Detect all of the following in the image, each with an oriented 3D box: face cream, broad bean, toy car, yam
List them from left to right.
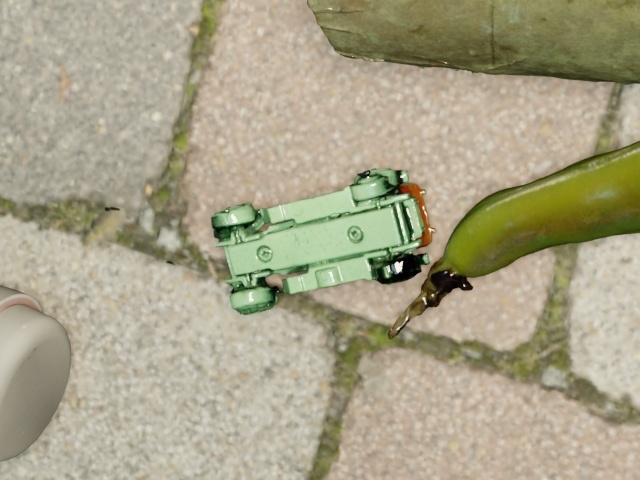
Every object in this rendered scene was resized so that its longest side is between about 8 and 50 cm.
[{"bbox_3d":[-0.232,0.083,1.243,0.104,0.117,0.117,22,106,18],"label":"face cream"},{"bbox_3d":[0.000,0.000,1.192,0.143,0.054,0.073,-14,94,26],"label":"toy car"},{"bbox_3d":[0.121,-0.170,1.069,0.268,0.161,0.161,5,102,15],"label":"yam"},{"bbox_3d":[0.181,-0.022,1.125,0.325,0.067,0.075,-17,94,28],"label":"broad bean"}]
